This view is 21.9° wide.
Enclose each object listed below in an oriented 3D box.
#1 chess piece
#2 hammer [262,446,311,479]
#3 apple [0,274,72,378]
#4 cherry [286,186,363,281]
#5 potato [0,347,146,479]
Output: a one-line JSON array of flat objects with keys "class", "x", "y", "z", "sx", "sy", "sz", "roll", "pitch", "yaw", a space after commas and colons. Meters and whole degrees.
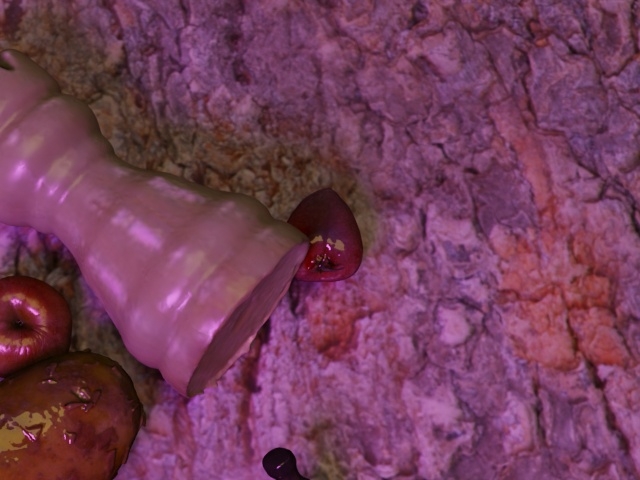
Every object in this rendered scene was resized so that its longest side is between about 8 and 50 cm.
[{"class": "chess piece", "x": -0.254, "y": -0.032, "z": 1.944, "sx": 0.442, "sy": 0.234, "sz": 0.234, "roll": 36, "pitch": 66, "yaw": 9}, {"class": "hammer", "x": -0.150, "y": 0.425, "z": 1.809, "sx": 0.440, "sy": 0.044, "sz": 0.168, "roll": -41, "pitch": 118, "yaw": -25}, {"class": "apple", "x": -0.352, "y": 0.102, "z": 1.925, "sx": 0.126, "sy": 0.102, "sz": 0.126, "roll": 4, "pitch": 73, "yaw": -12}, {"class": "cherry", "x": 0.004, "y": 0.003, "z": 2.044, "sx": 0.106, "sy": 0.087, "sz": 0.126, "roll": 23, "pitch": 47, "yaw": 6}, {"class": "potato", "x": -0.326, "y": 0.244, "z": 1.841, "sx": 0.298, "sy": 0.141, "sz": 0.176, "roll": -45, "pitch": 105, "yaw": -20}]
